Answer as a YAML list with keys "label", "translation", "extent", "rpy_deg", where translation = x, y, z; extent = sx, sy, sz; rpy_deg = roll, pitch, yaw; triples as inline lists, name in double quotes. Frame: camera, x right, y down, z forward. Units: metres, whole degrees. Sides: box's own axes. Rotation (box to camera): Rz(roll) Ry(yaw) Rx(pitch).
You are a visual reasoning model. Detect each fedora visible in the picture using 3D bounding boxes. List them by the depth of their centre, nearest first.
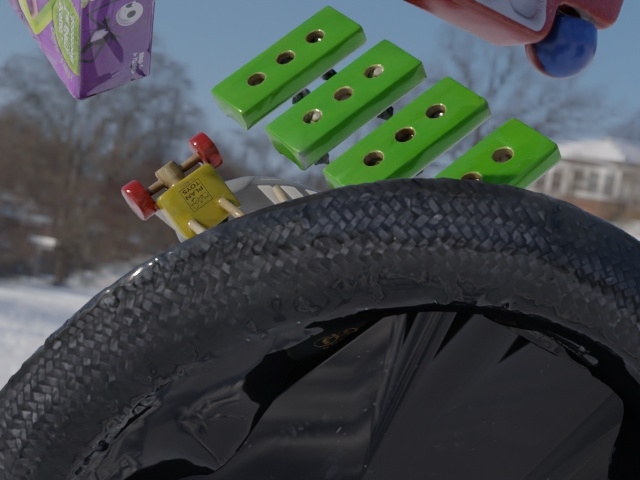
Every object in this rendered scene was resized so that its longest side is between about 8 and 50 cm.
- label: "fedora"
  translation: [0.016, 0.100, 0.709]
  extent: [0.334, 0.334, 0.152]
  rpy_deg: [10, 25, -3]

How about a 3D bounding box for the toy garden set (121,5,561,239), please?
- label: "toy garden set"
  translation: [0.005, -0.038, 1.093]
  extent: [0.244, 0.204, 0.049]
  rpy_deg: [38, -20, 44]

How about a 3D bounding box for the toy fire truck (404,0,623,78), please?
- label: "toy fire truck"
  translation: [0.131, -0.246, 1.113]
  extent: [0.169, 0.254, 0.302]
  rpy_deg: [-1, -11, 38]

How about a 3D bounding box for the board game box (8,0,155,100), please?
- label: "board game box"
  translation: [-0.133, -0.251, 0.736]
  extent: [0.056, 0.208, 0.347]
  rpy_deg: [-19, -32, -23]

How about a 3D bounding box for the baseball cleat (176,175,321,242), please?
- label: "baseball cleat"
  translation: [0.000, 0.000, 1.216]
  extent: [0.206, 0.072, 0.109]
  rpy_deg: [3, 18, -12]
